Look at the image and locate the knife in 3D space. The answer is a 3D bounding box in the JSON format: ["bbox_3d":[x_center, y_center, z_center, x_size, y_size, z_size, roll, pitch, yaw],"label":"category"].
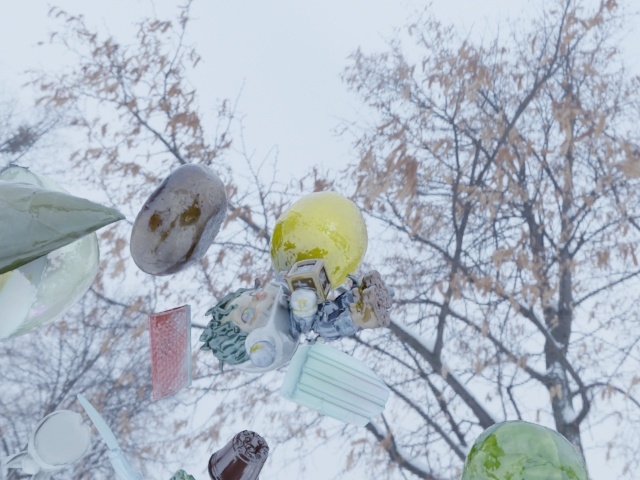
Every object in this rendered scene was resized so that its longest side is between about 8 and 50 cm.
[{"bbox_3d":[-0.589,0.570,1.625,0.080,0.044,0.332,-11,-71,42],"label":"knife"}]

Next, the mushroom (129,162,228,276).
[{"bbox_3d":[-0.396,-0.061,1.655,0.238,0.345,0.345,10,-48,-8],"label":"mushroom"}]

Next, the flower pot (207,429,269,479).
[{"bbox_3d":[-0.150,0.418,1.108,0.111,0.111,0.089,29,-66,-4],"label":"flower pot"}]

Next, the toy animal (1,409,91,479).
[{"bbox_3d":[-0.616,0.478,1.319,0.127,0.178,0.193,47,-50,-5],"label":"toy animal"}]

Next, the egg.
[{"bbox_3d":[-0.546,0.033,1.134,0.336,0.337,0.201,-17,-18,30],"label":"egg"}]

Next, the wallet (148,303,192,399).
[{"bbox_3d":[-0.328,0.244,1.270,0.020,0.103,0.197,13,-71,38],"label":"wallet"}]

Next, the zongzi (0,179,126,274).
[{"bbox_3d":[-0.549,0.012,0.841,0.392,0.356,0.174,3,-66,17],"label":"zongzi"}]

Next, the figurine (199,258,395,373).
[{"bbox_3d":[-0.060,0.149,1.131,0.381,0.261,0.186,-19,-78,21],"label":"figurine"}]

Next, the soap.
[{"bbox_3d":[0.060,0.490,1.949,0.346,0.208,0.115,28,-20,-20],"label":"soap"}]

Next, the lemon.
[{"bbox_3d":[0.000,0.000,1.469,0.245,0.320,0.245,15,-50,19],"label":"lemon"}]

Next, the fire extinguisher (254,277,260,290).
[{"bbox_3d":[-0.229,0.237,1.815,0.075,0.106,0.252,-2,-55,-30],"label":"fire extinguisher"}]

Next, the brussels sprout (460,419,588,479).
[{"bbox_3d":[0.419,0.509,1.239,0.219,0.210,0.271,18,-54,-29],"label":"brussels sprout"}]

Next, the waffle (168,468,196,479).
[{"bbox_3d":[-0.192,0.523,0.925,0.056,0.309,0.292,-22,-90,-9],"label":"waffle"}]
